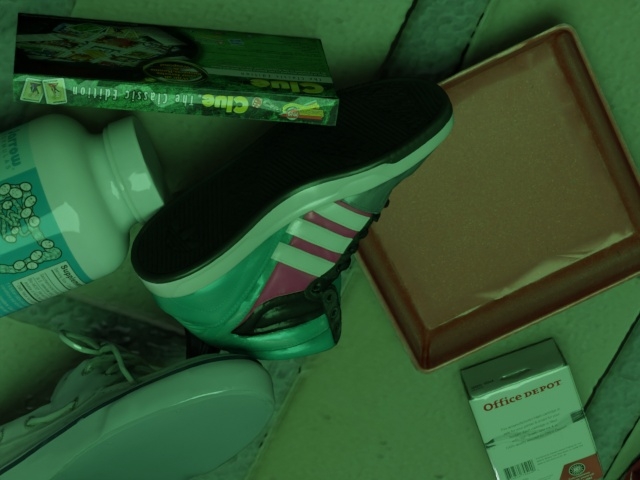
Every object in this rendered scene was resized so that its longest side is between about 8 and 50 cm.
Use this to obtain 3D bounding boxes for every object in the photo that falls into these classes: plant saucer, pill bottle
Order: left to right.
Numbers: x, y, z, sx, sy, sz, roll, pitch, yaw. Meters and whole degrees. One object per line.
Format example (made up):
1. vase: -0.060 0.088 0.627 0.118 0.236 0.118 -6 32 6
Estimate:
1. pill bottle: -0.262 -0.016 1.662 0.264 0.146 0.146 -22 117 3
2. plant saucer: 0.149 -0.039 1.757 0.258 0.048 0.259 -26 116 6

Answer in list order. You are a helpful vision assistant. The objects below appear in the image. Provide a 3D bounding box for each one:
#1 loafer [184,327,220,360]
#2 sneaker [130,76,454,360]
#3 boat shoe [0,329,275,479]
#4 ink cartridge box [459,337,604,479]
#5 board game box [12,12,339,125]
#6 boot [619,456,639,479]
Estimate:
1. loafer: -0.110 0.038 1.764 0.061 0.062 0.170 11 113 12
2. sneaker: 0.000 0.000 1.668 0.295 0.124 0.178 -31 136 -6
3. boat shoe: -0.191 0.147 1.735 0.136 0.156 0.367 20 139 -41
4. ink cartridge box: 0.199 0.172 1.863 0.099 0.056 0.135 -19 118 2
5. board game box: -0.121 -0.141 1.623 0.259 0.136 0.030 4 114 -9
6. boot: 0.447 0.284 1.912 0.284 0.138 0.377 34 113 -21
